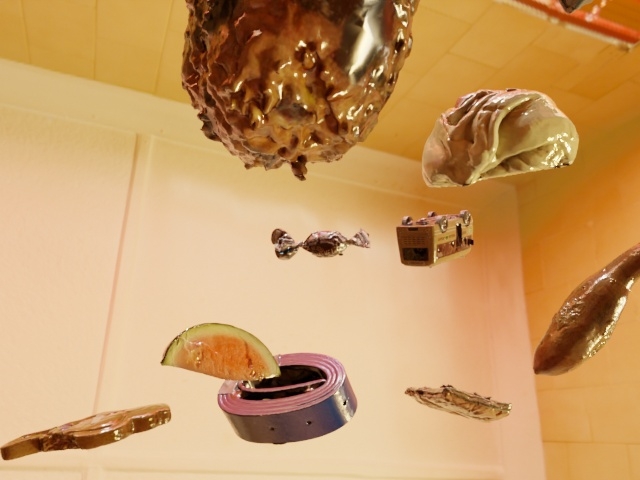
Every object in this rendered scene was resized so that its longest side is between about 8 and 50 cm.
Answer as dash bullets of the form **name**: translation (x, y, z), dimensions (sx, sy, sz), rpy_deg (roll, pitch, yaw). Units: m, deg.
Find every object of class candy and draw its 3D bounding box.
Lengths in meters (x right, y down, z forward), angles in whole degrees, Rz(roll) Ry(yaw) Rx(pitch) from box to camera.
- **candy**: translation (0.000, 0.000, 1.236), dimensions (0.226, 0.051, 0.094), rpy_deg (1, -130, 13)

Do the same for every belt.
- **belt**: translation (-0.085, 0.393, 1.434), dimensions (0.212, 0.347, 0.117), rpy_deg (-72, -34, -54)

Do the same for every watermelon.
- **watermelon**: translation (-0.197, 0.223, 1.114), dimensions (0.245, 0.063, 0.119), rpy_deg (15, -140, -30)

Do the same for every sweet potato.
- **sweet potato**: translation (0.531, 0.107, 1.057), dimensions (0.109, 0.109, 0.385), rpy_deg (39, -85, -7)

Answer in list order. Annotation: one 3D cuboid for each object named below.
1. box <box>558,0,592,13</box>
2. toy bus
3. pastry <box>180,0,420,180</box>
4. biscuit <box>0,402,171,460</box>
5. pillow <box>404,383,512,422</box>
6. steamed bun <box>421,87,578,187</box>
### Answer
- **box**: translation (0.450, -0.458, 0.991), dimensions (0.054, 0.074, 0.099), rpy_deg (-18, -104, -18)
- **toy bus**: translation (0.357, -0.006, 1.729), dimensions (0.289, 0.139, 0.157), rpy_deg (-12, -80, -52)
- **pastry**: translation (-0.032, -0.267, 0.735), dimensions (0.292, 0.405, 0.337), rpy_deg (12, -132, -28)
- **biscuit**: translation (-0.458, 0.373, 1.114), dimensions (0.319, 0.183, 0.047), rpy_deg (-12, -96, 1)
- **pillow**: translation (0.235, 0.286, 1.008), dimensions (0.126, 0.232, 0.043), rpy_deg (20, -106, -3)
- **steamed bun**: translation (0.380, -0.236, 1.258), dimensions (0.320, 0.275, 0.206), rpy_deg (-9, -85, 2)
